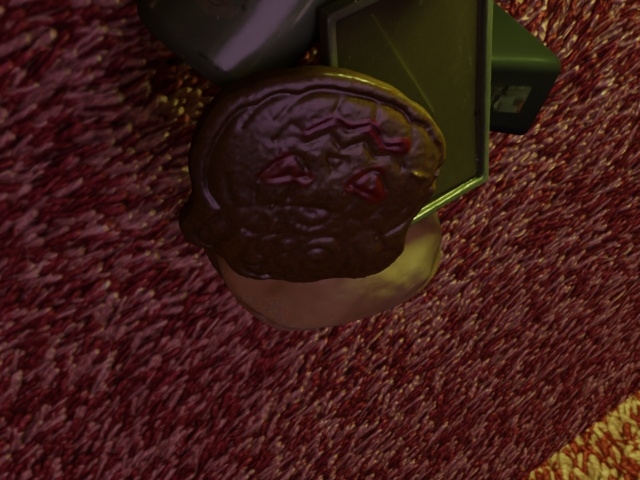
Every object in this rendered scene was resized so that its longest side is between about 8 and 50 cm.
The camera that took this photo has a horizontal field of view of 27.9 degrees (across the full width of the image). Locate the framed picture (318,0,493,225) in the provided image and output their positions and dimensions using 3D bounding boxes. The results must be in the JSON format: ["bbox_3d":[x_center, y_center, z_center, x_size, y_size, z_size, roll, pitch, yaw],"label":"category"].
[{"bbox_3d":[0.098,-0.147,1.394,0.240,0.020,0.324,-30,136,-27],"label":"framed picture"}]

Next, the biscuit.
[{"bbox_3d":[-0.009,-0.061,1.319,0.272,0.049,0.257,8,124,-23],"label":"biscuit"}]

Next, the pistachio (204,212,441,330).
[{"bbox_3d":[0.000,0.000,1.566,0.308,0.230,0.230,9,122,-41],"label":"pistachio"}]

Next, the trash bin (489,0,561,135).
[{"bbox_3d":[0.142,-0.216,1.533,0.225,0.165,0.115,-1,129,-38],"label":"trash bin"}]

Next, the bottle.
[{"bbox_3d":[-0.020,-0.311,1.283,0.347,0.168,0.168,-49,143,10],"label":"bottle"}]
